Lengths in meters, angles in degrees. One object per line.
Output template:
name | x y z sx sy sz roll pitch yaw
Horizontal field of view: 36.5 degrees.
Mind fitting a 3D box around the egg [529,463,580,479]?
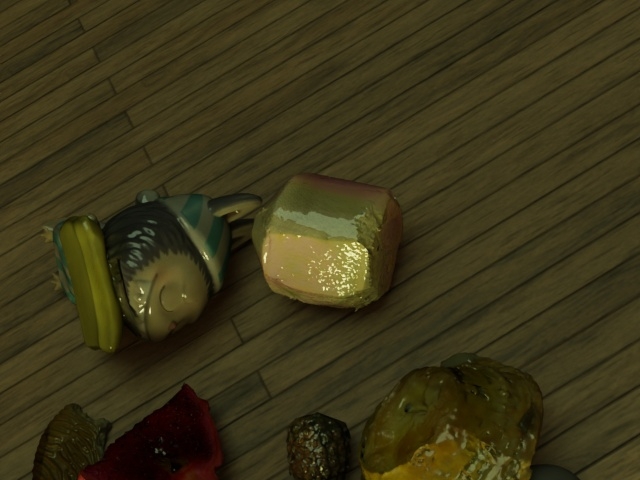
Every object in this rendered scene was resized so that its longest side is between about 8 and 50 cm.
egg | 0.287 0.398 1.323 0.146 0.146 0.199 28 78 32

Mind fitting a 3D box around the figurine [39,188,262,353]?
figurine | -0.279 0.034 1.780 0.377 0.266 0.361 -12 19 -26

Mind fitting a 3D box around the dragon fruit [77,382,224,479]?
dragon fruit | -0.243 0.382 1.537 0.211 0.134 0.262 34 38 20

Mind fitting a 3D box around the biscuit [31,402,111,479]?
biscuit | -0.412 0.388 1.658 0.228 0.031 0.176 33 75 34

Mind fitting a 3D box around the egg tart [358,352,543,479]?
egg tart | 0.158 0.287 1.387 0.341 0.129 0.341 -41 23 22

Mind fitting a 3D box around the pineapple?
pineapple | -0.004 0.368 1.489 0.108 0.108 0.198 -6 70 16

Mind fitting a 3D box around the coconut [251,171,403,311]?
coconut | 0.000 0.000 1.644 0.245 0.233 0.233 9 62 20
